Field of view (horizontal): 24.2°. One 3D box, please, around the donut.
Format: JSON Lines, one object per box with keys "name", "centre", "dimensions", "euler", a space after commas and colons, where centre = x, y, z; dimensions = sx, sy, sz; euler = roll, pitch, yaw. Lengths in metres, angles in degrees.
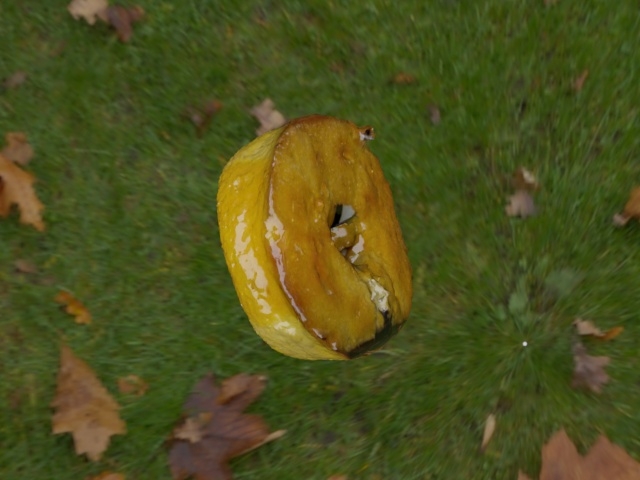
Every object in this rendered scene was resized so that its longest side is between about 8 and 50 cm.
{"name": "donut", "centre": [0.001, -0.001, 1.396], "dimensions": [0.118, 0.253, 0.253], "euler": [-14, 84, 23]}
